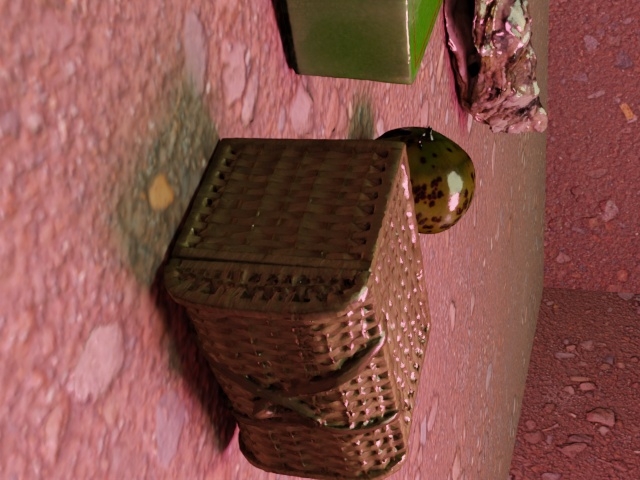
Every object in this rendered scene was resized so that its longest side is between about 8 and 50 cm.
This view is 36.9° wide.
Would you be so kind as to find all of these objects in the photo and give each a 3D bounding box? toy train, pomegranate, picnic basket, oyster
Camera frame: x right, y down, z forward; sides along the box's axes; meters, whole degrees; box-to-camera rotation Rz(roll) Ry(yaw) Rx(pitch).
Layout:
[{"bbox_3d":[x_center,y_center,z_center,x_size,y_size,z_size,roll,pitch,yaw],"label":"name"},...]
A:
[{"bbox_3d":[0.045,-0.251,0.754,0.188,0.132,0.243,80,24,-49],"label":"toy train"},{"bbox_3d":[0.091,-0.043,0.975,0.161,0.122,0.122,-68,170,23],"label":"pomegranate"},{"bbox_3d":[-0.007,0.052,0.638,0.196,0.134,0.154,76,26,-47],"label":"picnic basket"},{"bbox_3d":[0.275,-0.284,1.475,0.162,0.158,0.351,-46,135,-10],"label":"oyster"}]
